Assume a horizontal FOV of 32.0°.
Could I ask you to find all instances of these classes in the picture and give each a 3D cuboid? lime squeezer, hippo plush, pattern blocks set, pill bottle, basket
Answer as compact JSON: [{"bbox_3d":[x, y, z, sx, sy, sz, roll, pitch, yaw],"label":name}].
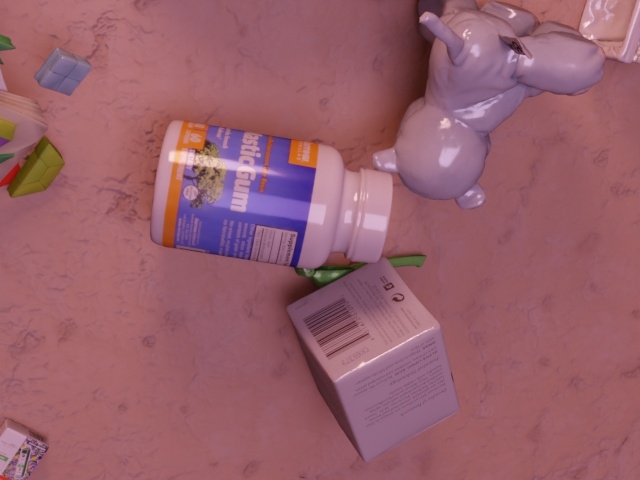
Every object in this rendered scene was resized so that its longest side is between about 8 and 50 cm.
[{"bbox_3d":[0.000,0.000,1.454,0.310,0.059,0.110,31,96,-24],"label":"lime squeezer"},{"bbox_3d":[0.200,-0.156,1.362,0.234,0.294,0.237,16,111,-1],"label":"hippo plush"},{"bbox_3d":[-0.402,-0.093,1.219,0.285,0.026,0.325,2,134,-48],"label":"pattern blocks set"},{"bbox_3d":[-0.057,-0.049,1.329,0.271,0.152,0.152,9,105,-4],"label":"pill bottle"},{"bbox_3d":[0.424,-0.314,1.461,0.103,0.113,0.167,8,106,-23],"label":"basket"}]

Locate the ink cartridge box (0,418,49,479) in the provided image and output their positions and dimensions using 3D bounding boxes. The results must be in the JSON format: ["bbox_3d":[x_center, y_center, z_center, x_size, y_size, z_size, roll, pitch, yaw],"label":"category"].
[{"bbox_3d":[-0.405,0.291,1.428,0.062,0.029,0.115,33,95,-26],"label":"ink cartridge box"}]

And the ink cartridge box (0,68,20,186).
[{"bbox_3d":[-0.429,-0.117,1.214,0.189,0.066,0.232,-24,129,-20],"label":"ink cartridge box"}]

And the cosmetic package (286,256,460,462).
[{"bbox_3d":[0.070,0.155,1.450,0.151,0.151,0.184,-27,136,-8],"label":"cosmetic package"}]
